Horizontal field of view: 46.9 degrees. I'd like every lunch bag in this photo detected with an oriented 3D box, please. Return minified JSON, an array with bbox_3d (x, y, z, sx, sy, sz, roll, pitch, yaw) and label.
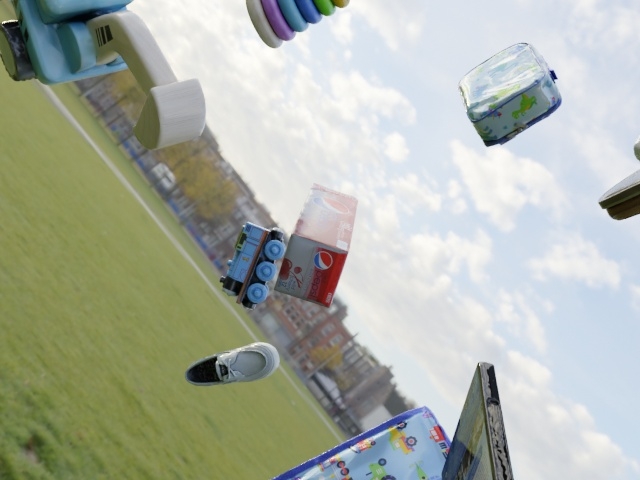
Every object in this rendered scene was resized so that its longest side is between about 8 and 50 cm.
[{"bbox_3d":[0.365,-0.286,1.422,0.090,0.176,0.219,47,23,-26],"label":"lunch bag"},{"bbox_3d":[0.104,0.387,1.061,0.221,0.293,0.138,60,3,41],"label":"lunch bag"}]

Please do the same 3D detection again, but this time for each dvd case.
[{"bbox_3d":[0.159,0.269,0.753,0.253,0.022,0.180,-77,178,-62],"label":"dvd case"}]

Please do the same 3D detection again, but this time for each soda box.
[{"bbox_3d":[0.000,0.000,1.097,0.083,0.092,0.263,18,20,0],"label":"soda box"}]

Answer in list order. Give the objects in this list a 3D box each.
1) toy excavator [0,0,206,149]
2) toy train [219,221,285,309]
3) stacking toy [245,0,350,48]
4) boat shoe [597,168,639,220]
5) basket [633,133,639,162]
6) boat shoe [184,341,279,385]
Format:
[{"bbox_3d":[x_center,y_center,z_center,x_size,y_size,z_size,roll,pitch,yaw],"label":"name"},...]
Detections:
[{"bbox_3d":[-0.370,-0.353,1.206,0.445,0.222,0.433,3,-69,57],"label":"toy excavator"},{"bbox_3d":[-0.143,0.051,1.559,0.105,0.184,0.080,22,2,-2],"label":"toy train"},{"bbox_3d":[0.009,-0.542,1.593,0.141,0.330,0.141,58,20,-35],"label":"stacking toy"},{"bbox_3d":[0.542,-0.085,1.010,0.104,0.307,0.110,57,36,-5],"label":"boat shoe"},{"bbox_3d":[0.801,-0.177,1.341,0.328,0.331,0.266,13,-31,40],"label":"basket"},{"bbox_3d":[-0.192,0.272,1.557,0.081,0.227,0.079,-11,85,-58],"label":"boat shoe"}]
